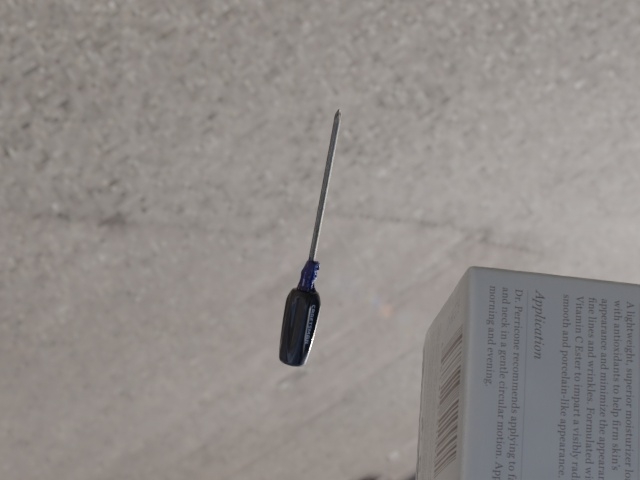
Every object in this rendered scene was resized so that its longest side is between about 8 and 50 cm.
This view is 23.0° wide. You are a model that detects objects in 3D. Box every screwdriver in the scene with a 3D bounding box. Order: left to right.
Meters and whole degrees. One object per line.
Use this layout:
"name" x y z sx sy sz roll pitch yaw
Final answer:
"screwdriver" 0.000 0.000 1.010 0.024 0.025 0.170 -133 -123 -74

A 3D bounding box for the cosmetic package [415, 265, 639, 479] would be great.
"cosmetic package" 0.160 0.116 0.952 0.183 0.151 0.151 8 160 -5
